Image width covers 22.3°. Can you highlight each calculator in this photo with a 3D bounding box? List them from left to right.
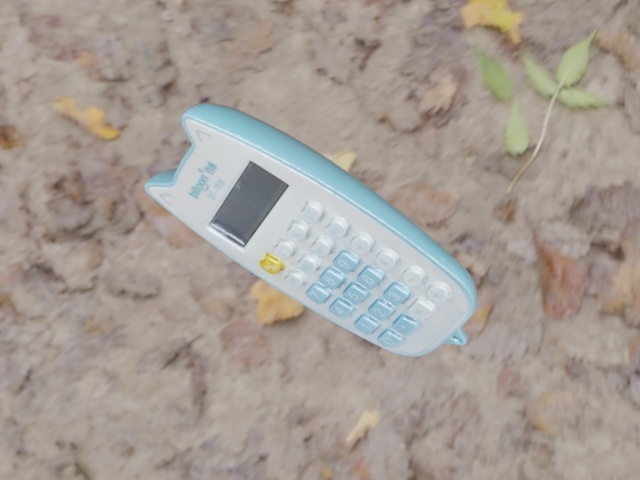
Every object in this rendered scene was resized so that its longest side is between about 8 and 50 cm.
[{"bbox_3d":[0.000,0.000,1.754,0.386,0.256,0.054,36,61,-2],"label":"calculator"}]
